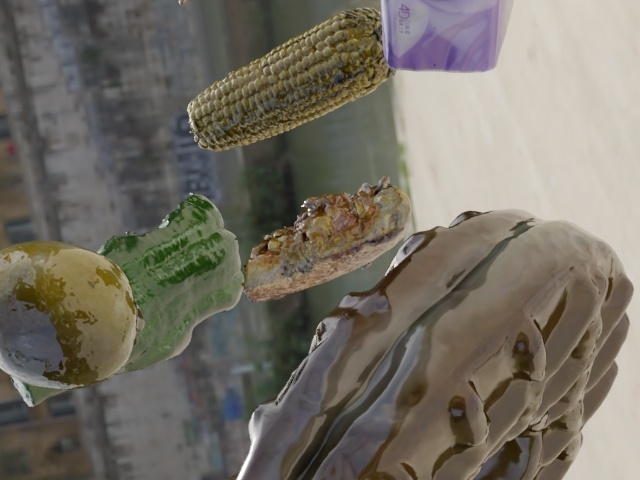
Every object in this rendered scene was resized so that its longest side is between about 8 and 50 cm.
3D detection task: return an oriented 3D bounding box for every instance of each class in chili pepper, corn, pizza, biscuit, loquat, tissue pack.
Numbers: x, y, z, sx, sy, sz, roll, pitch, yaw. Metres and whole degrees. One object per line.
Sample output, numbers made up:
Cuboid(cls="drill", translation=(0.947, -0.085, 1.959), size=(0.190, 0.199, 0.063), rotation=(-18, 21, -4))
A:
Cuboid(cls="chili pepper", translation=(-0.248, 0.092, 1.866), size=(0.167, 0.385, 0.213), rotation=(53, 143, 7))
Cuboid(cls="corn", translation=(-0.032, -0.204, 1.961), size=(0.115, 0.318, 0.115), rotation=(44, -147, -39))
Cuboid(cls="pizza", translation=(0.000, 0.000, 1.768), size=(0.305, 0.161, 0.085), rotation=(-28, 75, 48))
Cuboid(cls="biscuit", translation=(0.054, 0.126, 0.835), size=(0.103, 0.332, 0.332), rotation=(36, 153, 24))
Cuboid(cls="loquat", translation=(-0.276, 0.074, 1.515), size=(0.152, 0.195, 0.152), rotation=(-171, 90, -84))
Cuboid(cls="tissue pack", translation=(0.149, -0.384, 1.695), size=(0.338, 0.160, 0.242), rotation=(85, -168, -48))

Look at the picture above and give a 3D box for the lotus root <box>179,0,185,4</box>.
Cuboid(cls="lotus root", translation=(-0.089, -0.240, 1.081), size=(0.063, 0.072, 0.152), rotation=(27, -111, -57))
